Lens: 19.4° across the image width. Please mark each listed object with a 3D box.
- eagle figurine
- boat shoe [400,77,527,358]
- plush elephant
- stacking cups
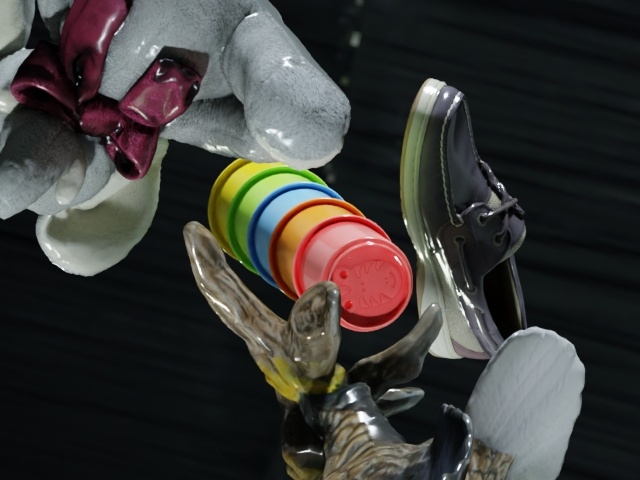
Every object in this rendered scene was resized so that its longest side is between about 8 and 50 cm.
[{"bbox_3d":[0.015,0.168,0.842,0.225,0.226,0.298,-56,28,28],"label":"eagle figurine"},{"bbox_3d":[0.127,-0.011,1.564,0.103,0.092,0.285,-58,-31,-45],"label":"boat shoe"},{"bbox_3d":[-0.164,-0.110,1.331,0.255,0.272,0.330,-46,13,8],"label":"plush elephant"},{"bbox_3d":[0.000,0.000,1.365,0.316,0.096,0.096,-151,75,-70],"label":"stacking cups"}]
